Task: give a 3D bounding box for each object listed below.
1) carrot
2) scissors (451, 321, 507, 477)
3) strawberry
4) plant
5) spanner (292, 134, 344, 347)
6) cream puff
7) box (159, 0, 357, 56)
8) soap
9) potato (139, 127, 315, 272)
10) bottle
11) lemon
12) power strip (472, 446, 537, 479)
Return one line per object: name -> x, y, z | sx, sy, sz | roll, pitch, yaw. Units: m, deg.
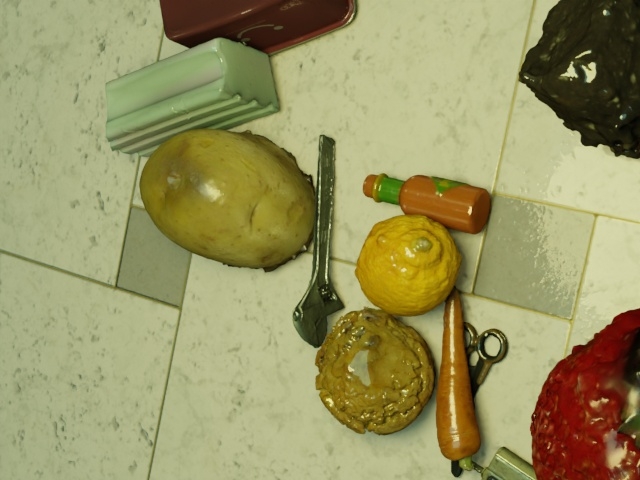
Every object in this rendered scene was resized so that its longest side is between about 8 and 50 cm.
carrot -> 0.184, 0.191, 1.364 | 0.061, 0.061, 0.257 | -10, 80, 29
scissors -> 0.208, 0.228, 1.389 | 0.088, 0.017, 0.220 | 11, 95, 29
strawberry -> 0.403, 0.225, 1.163 | 0.291, 0.310, 0.292 | 0, 77, 2
plant -> 0.375, -0.202, 1.203 | 0.234, 0.204, 0.178 | 27, 84, -16
spanner -> 0.000, 0.000, 1.483 | 0.026, 0.093, 0.326 | -7, 78, 48
cream puff -> 0.073, 0.188, 1.405 | 0.189, 0.129, 0.189 | 0, 90, 27
box -> -0.107, -0.397, 1.503 | 0.294, 0.167, 0.193 | -14, 80, 29
soap -> -0.223, -0.222, 1.559 | 0.289, 0.173, 0.095 | -15, 80, 29
potato -> -0.160, -0.073, 1.500 | 0.285, 0.242, 0.243 | 36, 106, 28
bottle -> 0.146, -0.060, 1.403 | 0.187, 0.069, 0.069 | 14, 96, 29
lemon -> 0.123, 0.032, 1.359 | 0.142, 0.187, 0.142 | 3, 71, -10
power strip -> 0.300, 0.367, 1.321 | 0.268, 0.034, 0.092 | 32, 104, 27
